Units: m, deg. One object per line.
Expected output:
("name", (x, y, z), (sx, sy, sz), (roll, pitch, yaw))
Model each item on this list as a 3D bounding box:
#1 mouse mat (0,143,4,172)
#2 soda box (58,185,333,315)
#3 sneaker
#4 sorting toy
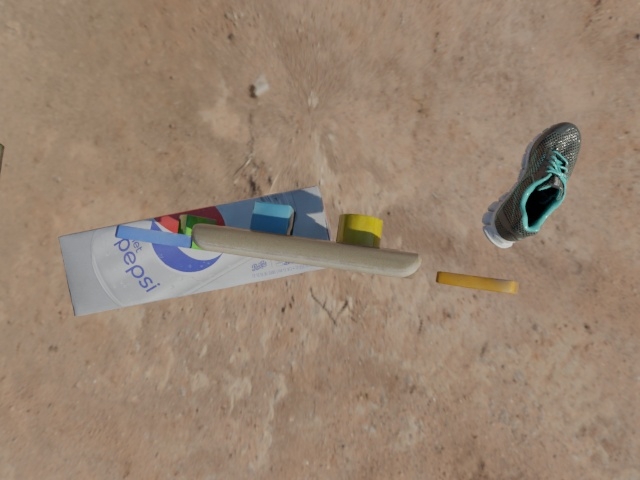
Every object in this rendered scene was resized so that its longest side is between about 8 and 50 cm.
("mouse mat", (-0.458, -0.123, 0.928), (0.152, 0.189, 0.007), (23, 99, -26))
("soda box", (-0.130, 0.010, 0.858), (0.286, 0.098, 0.091), (-11, 92, 2))
("sneaker", (0.249, -0.062, 0.852), (0.065, 0.076, 0.166), (35, 78, -13))
("sorting toy", (0.000, 0.000, 0.678), (0.347, 0.196, 0.047), (8, 88, 7))
